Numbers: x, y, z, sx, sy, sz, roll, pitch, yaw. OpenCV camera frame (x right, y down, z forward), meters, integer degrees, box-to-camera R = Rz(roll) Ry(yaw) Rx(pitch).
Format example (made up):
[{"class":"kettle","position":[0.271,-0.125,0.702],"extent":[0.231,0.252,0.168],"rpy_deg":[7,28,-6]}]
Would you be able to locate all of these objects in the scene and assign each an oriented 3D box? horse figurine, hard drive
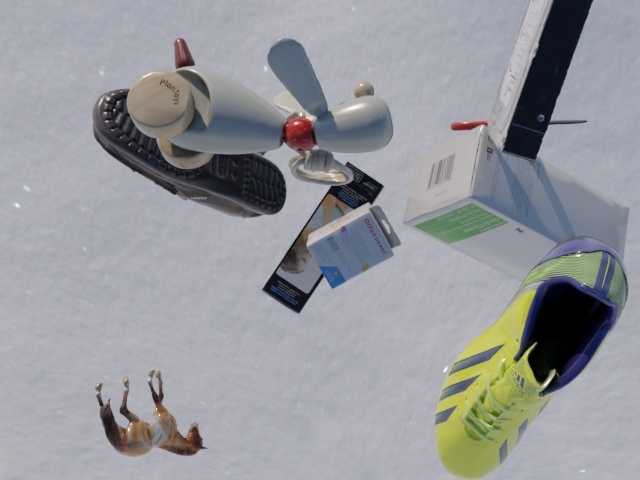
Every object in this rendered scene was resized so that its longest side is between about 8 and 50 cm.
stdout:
[{"class":"horse figurine","position":[-0.324,0.331,1.852],"extent":[0.066,0.263,0.174],"rpy_deg":[-20,81,26]},{"class":"hard drive","position":[0.342,-0.305,1.547],"extent":[0.064,0.237,0.338],"rpy_deg":[16,106,0]}]

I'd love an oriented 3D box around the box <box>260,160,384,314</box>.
[{"class":"box","position":[0.000,0.000,1.925],"extent":[0.087,0.169,0.290],"rpy_deg":[34,84,-1]}]

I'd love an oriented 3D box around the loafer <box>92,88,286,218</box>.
[{"class":"loafer","position":[-0.230,-0.119,1.676],"extent":[0.366,0.130,0.133],"rpy_deg":[30,54,-31]}]

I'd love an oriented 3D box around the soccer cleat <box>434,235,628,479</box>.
[{"class":"soccer cleat","position":[0.179,0.122,0.923],"extent":[0.093,0.121,0.289],"rpy_deg":[29,118,1]}]

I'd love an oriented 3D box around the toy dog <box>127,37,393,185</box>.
[{"class":"toy dog","position":[-0.083,-0.188,1.315],"extent":[0.334,0.220,0.160],"rpy_deg":[6,75,-15]}]

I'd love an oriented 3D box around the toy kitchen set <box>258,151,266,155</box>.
[{"class":"toy kitchen set","position":[-0.226,-0.190,1.897],"extent":[0.207,0.122,0.166],"rpy_deg":[32,86,30]}]

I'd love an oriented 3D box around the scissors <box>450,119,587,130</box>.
[{"class":"scissors","position":[0.354,-0.204,1.741],"extent":[0.297,0.109,0.021],"rpy_deg":[2,96,46]}]

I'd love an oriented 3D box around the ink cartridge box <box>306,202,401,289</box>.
[{"class":"ink cartridge box","position":[0.061,0.004,1.763],"extent":[0.143,0.090,0.092],"rpy_deg":[-28,101,8]}]

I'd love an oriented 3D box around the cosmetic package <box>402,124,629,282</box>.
[{"class":"cosmetic package","position":[0.358,-0.046,1.830],"extent":[0.366,0.197,0.155],"rpy_deg":[25,64,-24]}]
